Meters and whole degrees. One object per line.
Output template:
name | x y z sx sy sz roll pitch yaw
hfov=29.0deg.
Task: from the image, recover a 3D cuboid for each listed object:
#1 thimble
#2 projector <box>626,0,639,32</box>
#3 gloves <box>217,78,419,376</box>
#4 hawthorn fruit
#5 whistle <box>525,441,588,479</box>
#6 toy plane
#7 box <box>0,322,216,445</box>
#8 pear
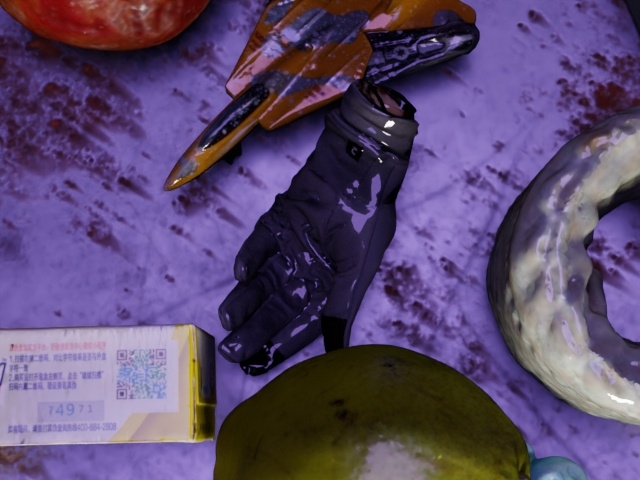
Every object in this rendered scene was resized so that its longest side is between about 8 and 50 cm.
thimble | 0.296 0.016 1.047 0.292 0.195 0.291 0 82 1
projector | 0.374 -0.291 1.143 0.198 0.108 0.250 -20 79 -2
gloves | 0.007 -0.003 1.091 0.142 0.119 0.285 34 92 24
hawthorn fruit | -0.199 -0.299 1.081 0.230 0.266 0.210 -26 62 -7
whistle | 0.218 0.298 1.043 0.186 0.093 0.273 -19 82 -31
toy plane | -0.023 -0.152 1.134 0.204 0.103 0.316 44 90 10
box | -0.226 0.126 1.053 0.265 0.168 0.097 -1 82 3
pear | 0.041 0.191 1.014 0.269 0.212 0.212 0 79 26
